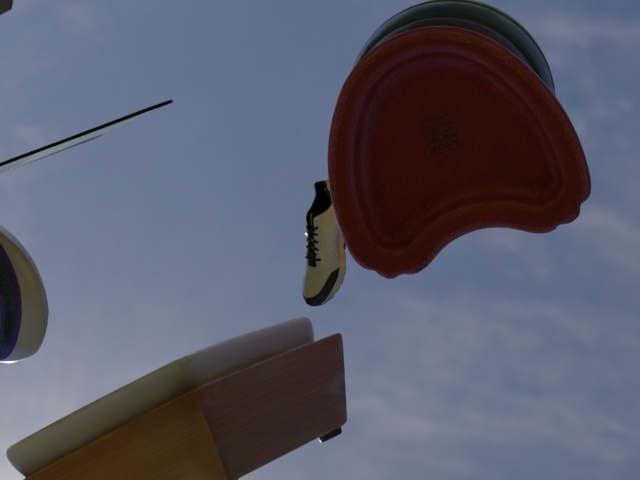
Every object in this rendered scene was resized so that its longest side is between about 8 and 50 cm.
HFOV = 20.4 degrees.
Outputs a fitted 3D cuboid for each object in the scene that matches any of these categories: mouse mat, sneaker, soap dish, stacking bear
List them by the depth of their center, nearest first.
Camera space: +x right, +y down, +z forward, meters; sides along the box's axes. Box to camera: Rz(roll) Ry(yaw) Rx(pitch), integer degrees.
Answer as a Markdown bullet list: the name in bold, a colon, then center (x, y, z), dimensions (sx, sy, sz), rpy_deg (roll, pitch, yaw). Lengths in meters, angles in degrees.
- **mouse mat**: center (-0.200, -0.066, 1.305), dimensions (0.152, 0.007, 0.189), rpy_deg (-23, -176, -23)
- **stacking bear**: center (0.103, -0.105, 1.336), dimensions (0.175, 0.164, 0.289), rpy_deg (-18, -167, 13)
- **sneaker**: center (0.000, 0.000, 1.471), dimensions (0.040, 0.043, 0.109), rpy_deg (4, -102, 46)
- **sneaker**: center (-0.421, 0.021, 1.579), dimensions (0.323, 0.236, 0.130), rpy_deg (36, -62, 34)
- **soap dish**: center (-0.119, 0.175, 1.592), dimensions (0.229, 0.291, 0.118), rpy_deg (-29, -96, 25)

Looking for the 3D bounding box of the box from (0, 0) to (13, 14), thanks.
- **box**: center (-0.242, -0.169, 0.999), dimensions (0.164, 0.201, 0.021), rpy_deg (-31, -112, -28)
